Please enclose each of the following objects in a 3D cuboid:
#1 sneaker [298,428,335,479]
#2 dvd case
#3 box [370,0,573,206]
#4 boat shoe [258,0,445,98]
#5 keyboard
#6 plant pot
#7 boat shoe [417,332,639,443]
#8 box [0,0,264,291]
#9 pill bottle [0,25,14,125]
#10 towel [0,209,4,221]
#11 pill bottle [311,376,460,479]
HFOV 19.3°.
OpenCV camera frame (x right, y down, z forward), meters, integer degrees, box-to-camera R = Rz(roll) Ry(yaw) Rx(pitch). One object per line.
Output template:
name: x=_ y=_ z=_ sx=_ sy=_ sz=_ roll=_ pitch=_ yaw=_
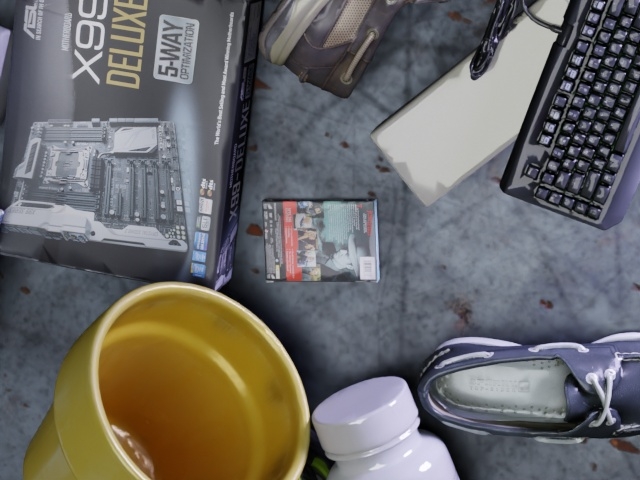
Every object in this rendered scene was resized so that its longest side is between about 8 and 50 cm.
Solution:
sneaker: x=-0.010 y=0.347 z=1.979 sx=0.121 sy=0.111 sz=0.300 roll=-19 pitch=92 yaw=26
dvd case: x=0.000 y=0.000 z=1.939 sx=0.119 sy=0.013 sz=0.087 roll=0 pitch=102 yaw=14
box: x=0.186 y=-0.156 z=1.814 sx=0.275 sy=0.113 sz=0.094 roll=-38 pitch=93 yaw=16
boat shoe: x=0.088 y=-0.284 z=1.812 sx=0.130 sy=0.132 sz=0.355 roll=38 pitch=116 yaw=-8
keyboard: x=0.237 y=-0.183 z=1.724 sx=0.202 sy=0.033 sz=0.317 roll=22 pitch=105 yaw=7
plant pot: x=-0.177 y=0.204 z=1.898 sx=0.254 sy=0.254 sz=0.239 roll=50 pitch=134 yaw=-1
boat shoe: x=0.247 y=0.154 z=1.875 sx=0.303 sy=0.091 sz=0.114 roll=-3 pitch=101 yaw=13
box: x=-0.196 y=-0.119 z=1.923 sx=0.243 sy=0.076 sz=0.307 roll=11 pitch=105 yaw=10
pill bottle: x=-0.451 y=-0.194 z=1.925 sx=0.265 sy=0.153 sz=0.153 roll=19 pitch=105 yaw=7
towel: x=-0.446 y=0.050 z=2.002 sx=0.209 sy=0.034 sz=0.285 roll=27 pitch=111 yaw=26
pill bottle: x=0.078 y=0.260 z=1.902 sx=0.131 sy=0.131 sz=0.229 roll=-18 pitch=105 yaw=15
